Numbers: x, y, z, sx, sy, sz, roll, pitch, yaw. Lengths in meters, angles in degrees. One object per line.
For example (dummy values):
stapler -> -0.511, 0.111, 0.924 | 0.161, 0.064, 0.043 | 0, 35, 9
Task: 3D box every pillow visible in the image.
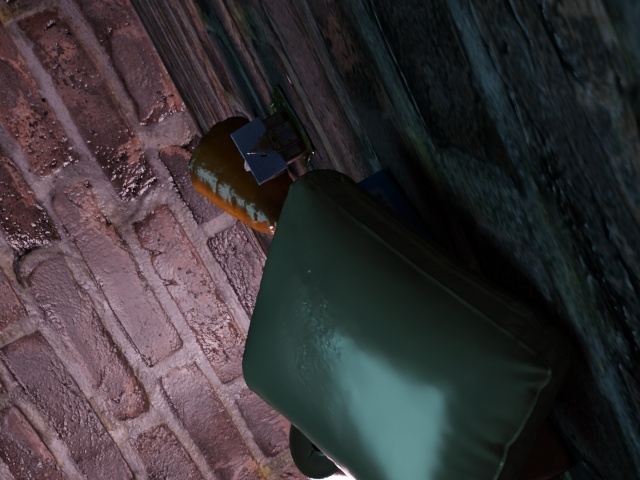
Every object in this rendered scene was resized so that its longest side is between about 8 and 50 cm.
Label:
pillow -> 0.056, 0.107, 0.847 | 0.322, 0.120, 0.255 | 38, 123, 37

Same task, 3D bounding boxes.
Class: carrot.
carrot -> -0.112, -0.095, 1.667 | 0.225, 0.159, 0.159 | 43, 164, 36

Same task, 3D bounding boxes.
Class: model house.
model house -> -0.078, -0.143, 1.394 | 0.117, 0.088, 0.167 | 60, 173, -1

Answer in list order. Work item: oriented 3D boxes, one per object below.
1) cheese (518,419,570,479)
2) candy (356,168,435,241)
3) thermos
cheese -> 0.123, 0.185, 0.978 | 0.128, 0.203, 0.177 | 74, 179, -70
candy -> 0.073, 0.057, 1.094 | 0.157, 0.100, 0.306 | 57, 171, 19
thermos -> 0.080, 0.344, 1.647 | 0.176, 0.146, 0.265 | 6, 171, 46
